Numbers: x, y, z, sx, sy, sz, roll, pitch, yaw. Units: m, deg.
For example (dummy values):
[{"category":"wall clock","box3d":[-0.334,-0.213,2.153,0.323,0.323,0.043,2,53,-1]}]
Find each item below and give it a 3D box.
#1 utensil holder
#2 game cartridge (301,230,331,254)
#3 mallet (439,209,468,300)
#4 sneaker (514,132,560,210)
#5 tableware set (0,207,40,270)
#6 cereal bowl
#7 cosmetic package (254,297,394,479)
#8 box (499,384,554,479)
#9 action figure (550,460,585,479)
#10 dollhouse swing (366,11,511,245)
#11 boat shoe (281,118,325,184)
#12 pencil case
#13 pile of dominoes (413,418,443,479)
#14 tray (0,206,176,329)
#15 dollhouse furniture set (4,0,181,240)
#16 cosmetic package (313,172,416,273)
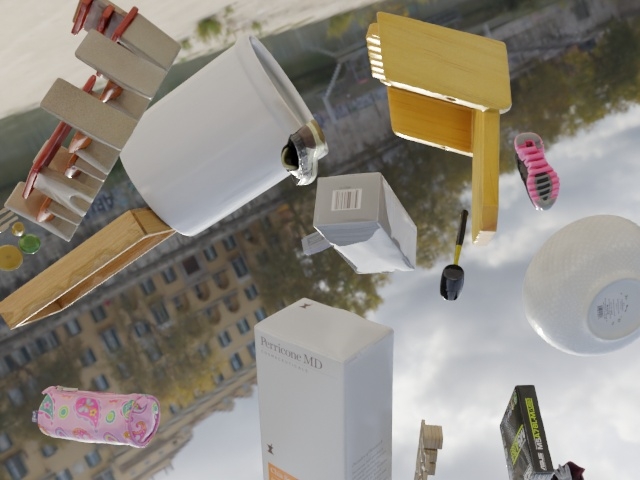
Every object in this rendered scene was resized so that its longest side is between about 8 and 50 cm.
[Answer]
[{"category":"utensil holder","box3d":[-0.229,-0.236,1.779,0.385,0.328,0.327,-32,-173,10]},{"category":"game cartridge","box3d":[0.000,0.000,1.670,0.083,0.017,0.056,-23,-147,9]},{"category":"mallet","box3d":[0.239,0.024,1.333,0.039,0.062,0.190,10,-139,10]},{"category":"sneaker","box3d":[0.298,-0.090,1.066,0.047,0.119,0.057,-6,154,-3]},{"category":"tableware set","box3d":[-0.577,0.019,1.339,0.154,0.104,0.024,-43,-177,-31]},{"category":"cereal bowl","box3d":[0.636,0.122,1.716,0.338,0.339,0.141,-23,-153,-1]},{"category":"cosmetic package","box3d":[0.011,0.369,1.521,0.230,0.454,0.161,16,-153,37]},{"category":"box","box3d":[0.406,0.412,1.520,0.045,0.191,0.184,0,-128,0]},{"category":"action figure","box3d":[0.688,0.761,2.053,0.248,0.370,0.275,-36,-136,-11]},{"category":"dollhouse swing","box3d":[0.204,-0.184,1.420,0.315,0.305,0.347,17,176,9]},{"category":"boat shoe","box3d":[-0.046,-0.171,1.547,0.073,0.080,0.223,-20,166,-16]},{"category":"pencil case","box3d":[-0.504,0.393,1.721,0.284,0.124,0.124,0,-161,25]},{"category":"pile of dominoes","box3d":[0.217,0.507,1.561,0.040,0.251,0.196,5,-166,4]},{"category":"tray","box3d":[-0.529,0.055,1.767,0.410,0.076,0.203,-32,179,16]},{"category":"dollhouse furniture set","box3d":[-0.285,-0.163,0.913,0.262,0.135,0.259,-37,-153,54]},{"category":"cosmetic package","box3d":[0.088,-0.025,1.408,0.127,0.107,0.238,-3,158,21]}]
